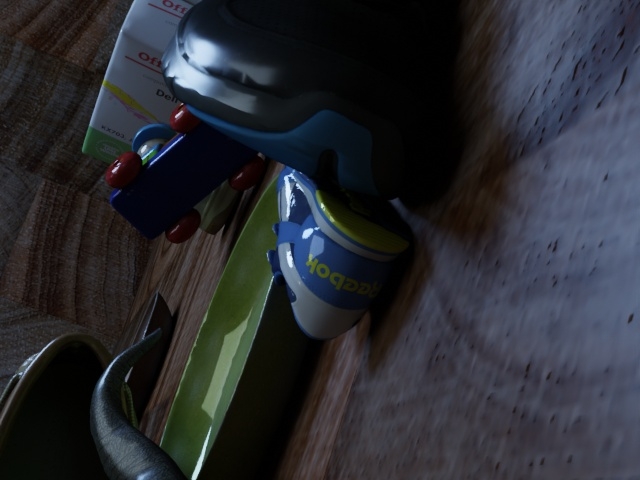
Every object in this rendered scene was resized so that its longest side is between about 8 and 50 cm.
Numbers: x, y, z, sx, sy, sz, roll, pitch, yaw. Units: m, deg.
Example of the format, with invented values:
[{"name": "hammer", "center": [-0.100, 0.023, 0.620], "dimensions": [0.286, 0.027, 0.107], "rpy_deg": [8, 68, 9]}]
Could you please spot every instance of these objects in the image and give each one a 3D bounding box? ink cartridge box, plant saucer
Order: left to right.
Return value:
[{"name": "plant saucer", "center": [-0.235, 0.164, 1.394], "dimensions": [0.198, 0.036, 0.198], "rpy_deg": [-159, 90, -79]}, {"name": "ink cartridge box", "center": [-0.200, -0.228, 1.528], "dimensions": [0.353, 0.207, 0.119], "rpy_deg": [124, 165, -51]}, {"name": "plant saucer", "center": [-0.048, 0.075, 0.634], "dimensions": [0.241, 0.037, 0.241], "rpy_deg": [-158, 90, -79]}]

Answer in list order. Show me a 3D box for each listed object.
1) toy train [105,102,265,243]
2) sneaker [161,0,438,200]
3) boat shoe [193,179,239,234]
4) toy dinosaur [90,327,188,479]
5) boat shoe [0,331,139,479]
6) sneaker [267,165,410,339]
[{"name": "toy train", "center": [-0.103, -0.120, 1.085], "dimensions": [0.248, 0.105, 0.143], "rpy_deg": [-39, 25, 13]}, {"name": "sneaker", "center": [0.005, -0.133, 0.551], "dimensions": [0.139, 0.125, 0.341], "rpy_deg": [-59, 15, 21]}, {"name": "boat shoe", "center": [-0.110, -0.148, 1.239], "dimensions": [0.104, 0.089, 0.285], "rpy_deg": [132, 158, -62]}, {"name": "toy dinosaur", "center": [-0.084, 0.189, 0.464], "dimensions": [0.160, 0.121, 0.313], "rpy_deg": [-28, 35, 56]}, {"name": "boat shoe", "center": [-0.164, 0.199, 0.600], "dimensions": [0.120, 0.123, 0.324], "rpy_deg": [113, 158, -54]}, {"name": "sneaker", "center": [0.000, 0.000, 0.501], "dimensions": [0.144, 0.053, 0.059], "rpy_deg": [-105, 36, -74]}]
